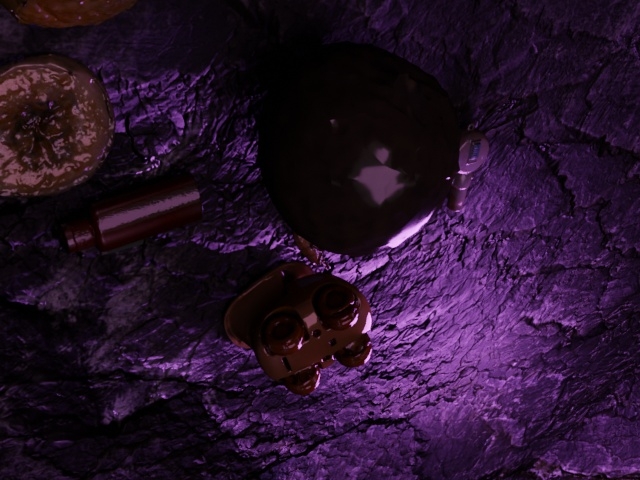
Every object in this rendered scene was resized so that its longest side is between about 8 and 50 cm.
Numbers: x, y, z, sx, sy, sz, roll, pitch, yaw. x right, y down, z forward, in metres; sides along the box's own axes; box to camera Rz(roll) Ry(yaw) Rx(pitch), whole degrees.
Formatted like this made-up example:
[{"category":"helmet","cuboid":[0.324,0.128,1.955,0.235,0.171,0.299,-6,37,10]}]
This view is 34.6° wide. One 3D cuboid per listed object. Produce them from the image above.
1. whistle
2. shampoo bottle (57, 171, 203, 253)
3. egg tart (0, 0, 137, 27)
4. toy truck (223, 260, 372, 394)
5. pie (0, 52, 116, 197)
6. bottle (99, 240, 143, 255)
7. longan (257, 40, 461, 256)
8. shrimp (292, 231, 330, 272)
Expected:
[{"category":"whistle","cuboid":[0.319,-0.162,2.291,0.107,0.057,0.220,-13,130,-29]},{"category":"shampoo bottle","cuboid":[-0.348,-0.044,1.888,0.260,0.064,0.102,-20,126,-23]},{"category":"egg tart","cuboid":[-0.357,-0.391,1.465,0.341,0.341,0.132,-15,85,-27]},{"category":"toy truck","cuboid":[-0.039,0.181,2.174,0.288,0.212,0.204,-29,136,-9]},{"category":"pie","cuboid":[-0.469,-0.183,1.705,0.274,0.055,0.274,-19,130,-24]},{"category":"bottle","cuboid":[-0.375,0.004,1.929,0.083,0.030,0.030,-19,130,-23]},{"category":"longan","cuboid":[0.073,-0.167,1.877,0.391,0.391,0.391,-19,131,-24]},{"category":"shrimp","cuboid":[-0.005,-0.003,2.195,0.095,0.045,0.162,-53,134,-21]}]
